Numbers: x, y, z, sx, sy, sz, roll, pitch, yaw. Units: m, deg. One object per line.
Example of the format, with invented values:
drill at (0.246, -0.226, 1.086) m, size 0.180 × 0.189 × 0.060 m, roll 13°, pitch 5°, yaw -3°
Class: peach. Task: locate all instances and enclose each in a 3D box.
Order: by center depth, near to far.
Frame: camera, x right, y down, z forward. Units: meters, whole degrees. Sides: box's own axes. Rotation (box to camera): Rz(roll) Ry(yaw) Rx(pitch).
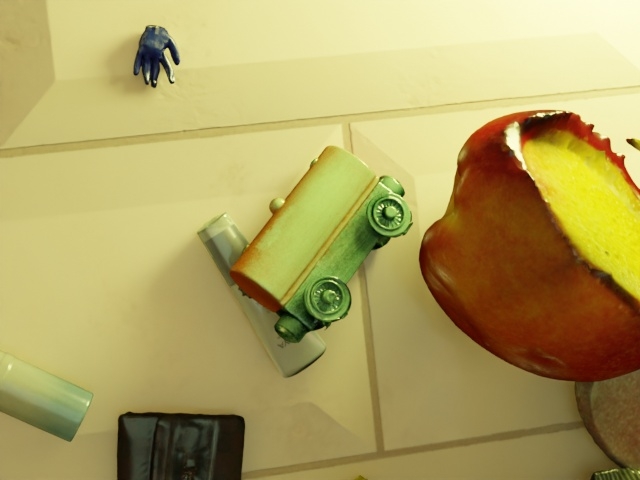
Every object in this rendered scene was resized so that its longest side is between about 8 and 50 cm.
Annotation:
peach at (0.314, 0.014, 1.627) m, size 0.406 × 0.310 × 0.335 m, roll 35°, pitch 47°, yaw -20°

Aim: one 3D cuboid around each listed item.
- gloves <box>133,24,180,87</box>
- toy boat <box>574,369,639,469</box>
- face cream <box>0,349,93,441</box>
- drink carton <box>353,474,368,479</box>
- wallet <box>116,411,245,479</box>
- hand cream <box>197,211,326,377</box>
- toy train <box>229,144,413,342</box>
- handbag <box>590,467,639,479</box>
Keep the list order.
gloves at (-0.229, -0.258, 1.660) m, size 0.064 × 0.026 × 0.086 m, roll 9°, pitch 89°, yaw -13°
toy boat at (0.468, 0.249, 1.788) m, size 0.155 × 0.085 × 0.227 m, roll -39°, pitch 109°, yaw 1°
face cream at (-0.439, 0.190, 1.607) m, size 0.250 × 0.077 × 0.077 m, roll 27°, pitch 87°, yaw -10°
drink carton at (-0.032, 0.505, 1.677) m, size 0.351 × 0.111 × 0.154 m, roll -35°, pitch 98°, yaw -9°
wallet at (-0.202, 0.358, 1.672) m, size 0.182 × 0.049 × 0.229 m, roll 3°, pitch 93°, yaw -14°
hand cream at (-0.087, 0.078, 1.684) m, size 0.079 × 0.048 × 0.255 m, roll -35°, pitch 98°, yaw -11°
toy train at (0.000, 0.000, 1.652) m, size 0.177 × 0.116 × 0.285 m, roll 39°, pitch 72°, yaw -4°
handbag at (0.493, 0.498, 1.703) m, size 0.240 × 0.247 × 0.340 m, roll 10°, pitch 100°, yaw -9°
